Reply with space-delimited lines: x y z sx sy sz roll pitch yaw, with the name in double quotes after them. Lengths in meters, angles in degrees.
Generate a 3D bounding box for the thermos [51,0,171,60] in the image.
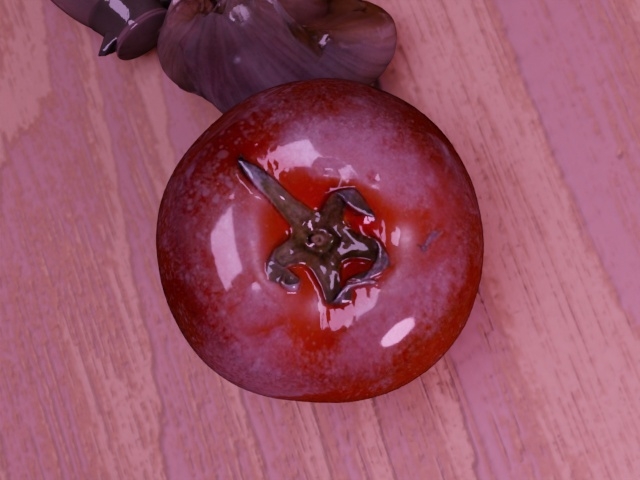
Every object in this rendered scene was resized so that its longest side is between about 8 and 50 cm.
-0.199 -0.261 1.721 0.137 0.105 0.193 -33 73 -21 "thermos"

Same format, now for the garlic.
-0.035 -0.230 1.604 0.207 0.257 0.207 5 45 -5 "garlic"

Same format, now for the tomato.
0.000 0.000 1.532 0.270 0.227 0.270 0 89 0 "tomato"
